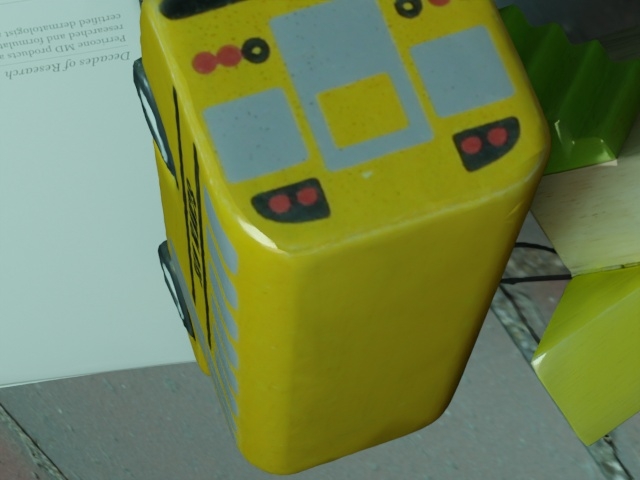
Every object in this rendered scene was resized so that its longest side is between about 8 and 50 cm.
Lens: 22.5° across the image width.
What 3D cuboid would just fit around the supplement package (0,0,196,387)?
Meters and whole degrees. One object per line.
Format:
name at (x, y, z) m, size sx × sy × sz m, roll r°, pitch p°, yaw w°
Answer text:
supplement package at (-0.156, -0.083, 0.796) m, size 0.175 × 0.177 × 0.293 m, roll -8°, pitch 138°, yaw 1°

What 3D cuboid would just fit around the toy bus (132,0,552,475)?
toy bus at (0.000, 0.000, 0.638) m, size 0.333 × 0.108 × 0.130 m, roll 96°, pitch 154°, yaw -68°

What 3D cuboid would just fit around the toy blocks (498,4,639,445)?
toy blocks at (0.262, 0.033, 0.610) m, size 0.261 × 0.191 × 0.381 m, roll -11°, pitch 125°, yaw 41°
